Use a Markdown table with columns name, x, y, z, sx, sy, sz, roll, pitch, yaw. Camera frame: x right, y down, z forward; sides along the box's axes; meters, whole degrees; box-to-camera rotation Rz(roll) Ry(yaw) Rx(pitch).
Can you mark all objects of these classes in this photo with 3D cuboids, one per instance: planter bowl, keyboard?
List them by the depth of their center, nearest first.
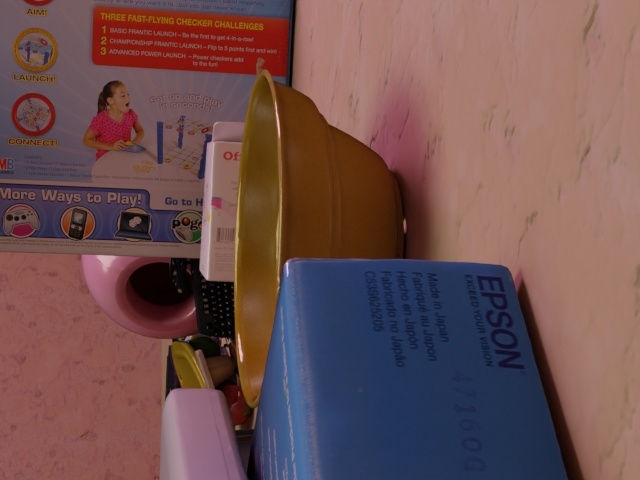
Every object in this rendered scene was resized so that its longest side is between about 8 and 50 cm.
| name | x | y | z | sx | sy | sz | roll | pitch | yaw |
| --- | --- | --- | --- | --- | --- | --- | --- | --- | --- |
| planter bowl | 0.000 | 0.000 | 0.753 | 0.217 | 0.090 | 0.217 | -179 | 90 | -80 |
| keyboard | -0.124 | 0.029 | 1.293 | 0.038 | 0.100 | 0.192 | -83 | -10 | -65 |

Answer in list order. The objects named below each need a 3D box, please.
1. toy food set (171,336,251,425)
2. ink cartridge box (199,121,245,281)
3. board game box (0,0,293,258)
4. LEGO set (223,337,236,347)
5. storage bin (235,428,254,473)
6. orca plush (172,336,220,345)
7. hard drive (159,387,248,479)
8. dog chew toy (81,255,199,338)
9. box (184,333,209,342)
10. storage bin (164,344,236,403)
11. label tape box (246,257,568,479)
| name | x | y | z | sx | sy | sz | roll | pitch | yaw |
| --- | --- | --- | --- | --- | --- | --- | --- | --- | --- |
| toy food set | -0.120 | 0.173 | 1.415 | 0.128 | 0.071 | 0.218 | 70 | 163 | -3 |
| ink cartridge box | -0.060 | -0.036 | 1.068 | 0.090 | 0.092 | 0.143 | -159 | 72 | -79 |
| board game box | -0.189 | -0.137 | 1.188 | 0.086 | 0.308 | 0.302 | -149 | 62 | -79 |
| LEGO set | -0.116 | 0.120 | 1.533 | 0.083 | 0.023 | 0.054 | -124 | 33 | -50 |
| storage bin | -0.074 | 0.260 | 1.109 | 0.091 | 0.098 | 0.135 | -157 | 69 | -67 |
| orca plush | -0.205 | 0.101 | 1.765 | 0.287 | 0.102 | 0.151 | 105 | 163 | -49 |
| hard drive | -0.050 | 0.213 | 0.524 | 0.307 | 0.040 | 0.203 | -129 | 41 | -75 |
| dog chew toy | -0.189 | -0.024 | 1.477 | 0.332 | 0.206 | 0.207 | -95 | 11 | -59 |
| box | -0.148 | 0.091 | 1.557 | 0.081 | 0.028 | 0.136 | 149 | 142 | -77 |
| storage bin | -0.170 | 0.223 | 1.610 | 0.180 | 0.084 | 0.122 | -135 | 48 | -76 |
| label tape box | 0.023 | 0.215 | 0.551 | 0.348 | 0.115 | 0.249 | 99 | 168 | -45 |
